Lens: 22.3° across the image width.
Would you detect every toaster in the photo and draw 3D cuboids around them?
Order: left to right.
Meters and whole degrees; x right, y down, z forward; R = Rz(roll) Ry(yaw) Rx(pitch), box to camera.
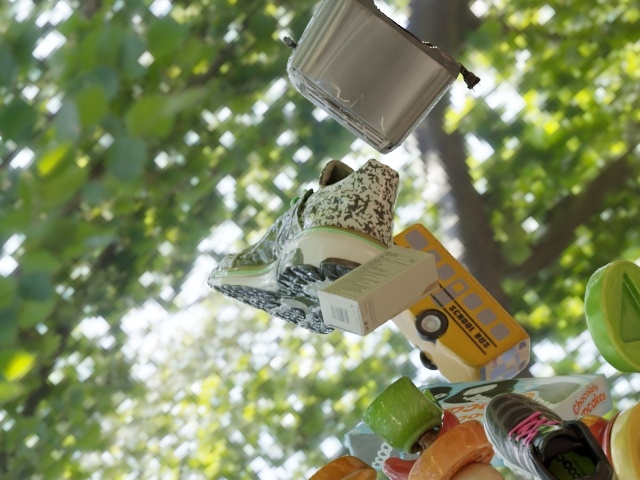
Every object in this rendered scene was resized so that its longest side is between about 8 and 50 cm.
[{"bbox_3d":[0.065,-0.206,1.985,0.227,0.146,0.129,36,-172,-8],"label":"toaster"}]

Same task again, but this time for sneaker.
[{"bbox_3d":[0.000,0.000,1.943,0.158,0.410,0.182,27,-107,-20],"label":"sneaker"},{"bbox_3d":[0.192,0.170,1.347,0.170,0.063,0.074,46,163,45],"label":"sneaker"}]

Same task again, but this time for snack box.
[{"bbox_3d":[0.212,0.246,2.203,0.187,0.322,0.060,-27,-77,-46],"label":"snack box"}]

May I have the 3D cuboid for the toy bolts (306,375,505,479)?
[{"bbox_3d":[0.110,0.274,1.690,0.158,0.218,0.228,47,-172,26],"label":"toy bolts"}]

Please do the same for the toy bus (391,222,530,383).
[{"bbox_3d":[0.165,0.088,2.484,0.332,0.130,0.108,48,164,30],"label":"toy bus"}]

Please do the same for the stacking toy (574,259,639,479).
[{"bbox_3d":[0.373,0.167,1.922,0.309,0.130,0.279,-8,-100,-49],"label":"stacking toy"}]

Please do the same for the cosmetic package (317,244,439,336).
[{"bbox_3d":[0.059,0.049,1.629,0.115,0.060,0.041,-29,-61,-35],"label":"cosmetic package"}]
